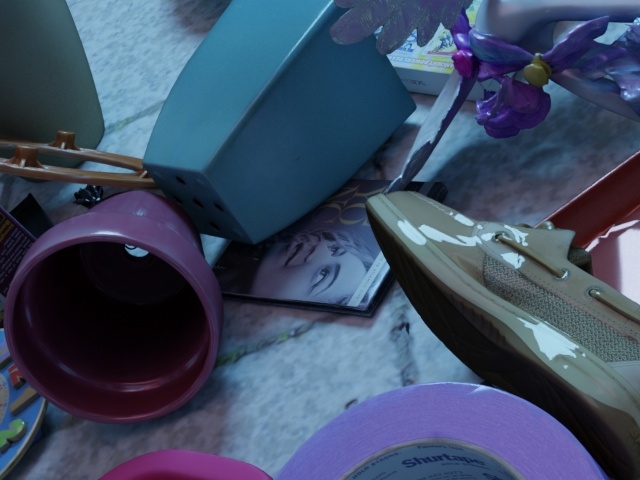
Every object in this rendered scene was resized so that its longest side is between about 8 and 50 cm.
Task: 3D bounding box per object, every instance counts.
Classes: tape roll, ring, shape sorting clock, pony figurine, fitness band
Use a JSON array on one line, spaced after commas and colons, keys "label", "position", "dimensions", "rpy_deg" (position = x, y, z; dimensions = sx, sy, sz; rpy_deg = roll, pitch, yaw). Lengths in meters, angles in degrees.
[{"label": "tape roll", "position": [0.081, 0.237, 0.962], "dimensions": [0.275, 0.090, 0.274], "rpy_deg": [-14, 56, 23]}, {"label": "ring", "position": [-0.294, -0.097, 1.547], "dimensions": [0.336, 0.337, 0.032], "rpy_deg": [16, 101, 47]}, {"label": "shape sorting clock", "position": [-0.360, 0.177, 1.452], "dimensions": [0.206, 0.040, 0.206], "rpy_deg": [-17, 46, 18]}, {"label": "pony figurine", "position": [0.179, -0.206, 1.331], "dimensions": [0.363, 0.303, 0.351], "rpy_deg": [14, 50, 18]}, {"label": "fitness band", "position": [-0.134, 0.265, 1.160], "dimensions": [0.291, 0.054, 0.209], "rpy_deg": [0, 49, 50]}]

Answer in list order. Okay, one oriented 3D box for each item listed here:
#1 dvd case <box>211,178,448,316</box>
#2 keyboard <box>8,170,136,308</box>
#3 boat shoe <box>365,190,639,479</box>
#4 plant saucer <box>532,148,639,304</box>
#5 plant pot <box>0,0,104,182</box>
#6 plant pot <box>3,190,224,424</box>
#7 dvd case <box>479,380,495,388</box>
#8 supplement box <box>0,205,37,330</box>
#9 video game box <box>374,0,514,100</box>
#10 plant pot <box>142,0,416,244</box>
[{"label": "dvd case", "position": [0.000, 0.000, 1.423], "dimensions": [0.221, 0.018, 0.164], "rpy_deg": [5, 50, 41]}, {"label": "keyboard", "position": [-0.290, 0.027, 1.603], "dimensions": [0.201, 0.033, 0.317], "rpy_deg": [-43, 37, -2]}, {"label": "boat shoe", "position": [0.160, 0.048, 1.090], "dimensions": [0.110, 0.121, 0.341], "rpy_deg": [-37, 46, -12]}, {"label": "plant saucer", "position": [0.260, 0.047, 1.145], "dimensions": [0.258, 0.047, 0.259], "rpy_deg": [-36, 36, -4]}, {"label": "plant pot", "position": [-0.388, -0.209, 1.744], "dimensions": [0.256, 0.274, 0.256], "rpy_deg": [-21, 37, 16]}, {"label": "plant pot", "position": [-0.186, 0.046, 1.377], "dimensions": [0.201, 0.201, 0.180], "rpy_deg": [-23, 23, 14]}, {"label": "dvd case", "position": [0.075, 0.227, 1.089], "dimensions": [0.239, 0.029, 0.179], "rpy_deg": [-36, 36, -2]}, {"label": "supplement box", "position": [-0.375, 0.007, 1.514], "dimensions": [0.081, 0.188, 0.104], "rpy_deg": [17, 65, 48]}, {"label": "video game box", "position": [0.152, -0.238, 1.556], "dimensions": [0.205, 0.048, 0.187], "rpy_deg": [15, 58, 46]}, {"label": "plant pot", "position": [-0.058, -0.120, 1.463], "dimensions": [0.166, 0.165, 0.234], "rpy_deg": [12, 55, 46]}]
